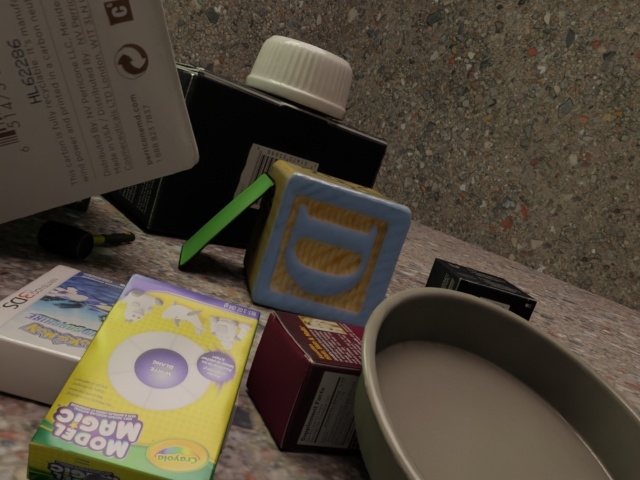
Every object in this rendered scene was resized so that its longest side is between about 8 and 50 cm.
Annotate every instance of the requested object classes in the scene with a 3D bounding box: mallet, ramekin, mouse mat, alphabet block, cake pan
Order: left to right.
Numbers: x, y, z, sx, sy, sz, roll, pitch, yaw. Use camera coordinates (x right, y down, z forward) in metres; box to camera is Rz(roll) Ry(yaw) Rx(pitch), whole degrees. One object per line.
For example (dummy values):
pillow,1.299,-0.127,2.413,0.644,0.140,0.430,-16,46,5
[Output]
mallet,-0.318,-0.005,0.823,0.062,0.039,0.189,16,4,1
mouse mat,-0.147,-0.037,0.922,0.007,0.190,0.152,49,1,-17
ramekin,-0.036,-0.320,1.169,0.207,0.109,0.207,19,9,-3
alphabet block,0.000,0.000,0.906,0.192,0.193,0.197,18,9,-13
cake pan,0.148,0.153,0.440,0.293,0.054,0.293,23,30,-14

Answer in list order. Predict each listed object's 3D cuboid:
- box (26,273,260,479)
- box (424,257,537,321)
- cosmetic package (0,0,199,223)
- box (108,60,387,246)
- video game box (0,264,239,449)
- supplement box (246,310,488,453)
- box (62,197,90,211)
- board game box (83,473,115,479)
box,-0.109,0.103,0.387,0.105,0.043,0.179,17,36,-5
box,0.297,0.112,1.137,0.156,0.093,0.158,17,10,-9
cosmetic package,-0.394,-0.262,0.741,0.327,0.329,0.394,-21,38,-21
box,-0.208,-0.191,1.291,0.480,0.297,0.472,11,14,-41
video game box,-0.166,0.089,0.512,0.205,0.048,0.187,17,12,-7
supplement box,0.041,0.134,0.544,0.188,0.080,0.104,14,11,-26
box,-0.479,-0.139,1.049,0.153,0.108,0.207,15,10,-28
board game box,-0.028,0.173,0.243,0.194,0.060,0.194,18,8,-1
